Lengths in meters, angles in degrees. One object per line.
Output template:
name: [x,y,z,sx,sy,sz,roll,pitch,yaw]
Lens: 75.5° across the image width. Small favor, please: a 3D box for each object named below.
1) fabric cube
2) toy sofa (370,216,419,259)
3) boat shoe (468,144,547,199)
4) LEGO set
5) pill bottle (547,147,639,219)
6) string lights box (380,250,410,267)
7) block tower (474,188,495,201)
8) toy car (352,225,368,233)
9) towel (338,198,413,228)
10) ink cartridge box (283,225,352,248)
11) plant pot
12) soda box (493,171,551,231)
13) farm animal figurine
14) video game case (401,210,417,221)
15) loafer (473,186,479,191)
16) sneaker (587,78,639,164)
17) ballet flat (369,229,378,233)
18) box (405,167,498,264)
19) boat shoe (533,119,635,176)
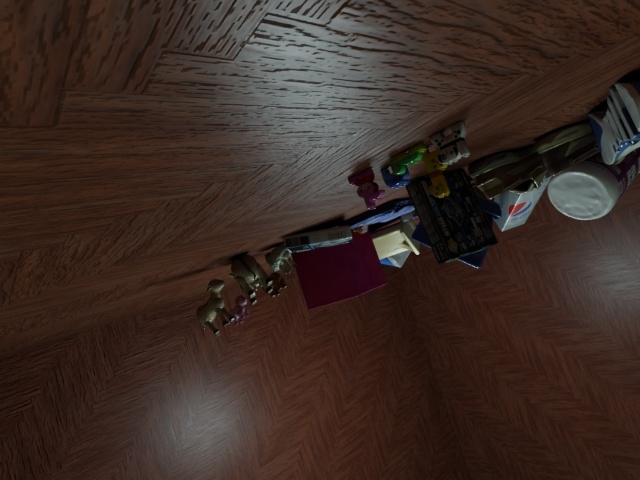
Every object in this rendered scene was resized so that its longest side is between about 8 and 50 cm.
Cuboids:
fabric cube: [0.075,0.106,1.678,0.254,0.258,0.259,-24,172,35]
toy sofa: [0.254,0.005,1.839,0.363,0.150,0.177,-22,-145,33]
boat shoe: [0.542,-0.182,1.119,0.324,0.116,0.123,-16,174,-21]
LEGO set: [0.174,-0.112,0.738,0.227,0.093,0.087,-23,173,38]
pill bottle: [0.785,-0.203,1.156,0.301,0.169,0.169,-40,-176,-25]
string lights box: [0.305,0.038,1.973,0.133,0.077,0.260,-54,-151,-16]
block tower: [0.562,-0.123,1.558,0.335,0.097,0.091,-27,167,2]
toy car: [0.139,-0.040,1.572,0.060,0.040,0.122,-23,173,36]
towel: [0.242,-0.090,1.442,0.243,0.040,0.336,-22,173,38]
ink cartridge box: [0.000,0.000,1.341,0.206,0.045,0.208,-10,174,4]
plant pot: [0.461,-0.053,1.375,0.236,0.212,0.236,27,-170,18]
soda box: [0.655,-0.149,1.375,0.091,0.098,0.286,-18,151,-3]
farm animal figurine: [-0.272,0.147,1.425,0.330,0.172,0.326,-31,164,-35]
video game case: [0.465,-0.134,1.692,0.210,0.041,0.232,-24,172,33]
loafer: [0.608,-0.195,1.653,0.125,0.039,0.045,-19,142,-21]
sneaker: [0.657,-0.250,0.802,0.182,0.127,0.315,-18,173,21]
ballet flat: [0.215,-0.015,2.010,0.188,0.070,0.070,-19,175,23]
box: [0.333,-0.066,1.047,0.175,0.220,0.051,-16,169,-28]
boat shoe: [0.711,-0.245,1.027,0.342,0.123,0.123,-18,174,-6]
